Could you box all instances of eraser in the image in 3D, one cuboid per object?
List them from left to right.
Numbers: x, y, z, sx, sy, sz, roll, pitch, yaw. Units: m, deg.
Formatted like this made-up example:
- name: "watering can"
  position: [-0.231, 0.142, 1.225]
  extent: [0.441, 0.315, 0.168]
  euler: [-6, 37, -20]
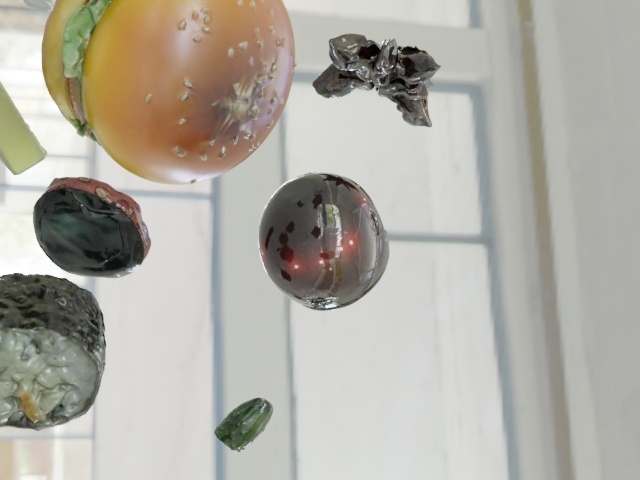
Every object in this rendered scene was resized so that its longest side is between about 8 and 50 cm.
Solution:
- name: "eraser"
  position: [-0.424, -0.177, 1.608]
  extent: [0.117, 0.058, 0.172]
  euler: [44, -16, 51]

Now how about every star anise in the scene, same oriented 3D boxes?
- name: "star anise"
  position: [0.106, -0.280, 2.117]
  extent: [0.283, 0.212, 0.129]
  euler: [132, -21, -81]

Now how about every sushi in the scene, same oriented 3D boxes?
- name: "sushi"
  position: [-0.465, 0.152, 1.697]
  extent: [0.171, 0.350, 0.211]
  euler: [-114, -159, -55]

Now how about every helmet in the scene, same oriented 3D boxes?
- name: "helmet"
  position: [0.000, 0.000, 1.935]
  extent: [0.193, 0.189, 0.216]
  euler: [14, 67, -68]

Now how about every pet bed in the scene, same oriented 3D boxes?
- name: "pet bed"
  position: [-0.358, -0.017, 1.965]
  extent: [0.201, 0.201, 0.053]
  euler: [108, 2, -46]

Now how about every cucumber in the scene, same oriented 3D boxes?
- name: "cucumber"
  position: [-0.125, 0.313, 2.143]
  extent: [0.107, 0.067, 0.035]
  euler: [-48, -165, 22]

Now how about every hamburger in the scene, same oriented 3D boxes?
- name: "hamburger"
  position: [-0.129, -0.164, 1.172]
  extent: [0.170, 0.246, 0.246]
  euler: [40, -49, 37]

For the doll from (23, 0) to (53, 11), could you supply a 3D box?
- name: "doll"
  position: [-0.538, -0.517, 2.420]
  extent: [0.085, 0.183, 0.217]
  euler: [88, 21, -47]
